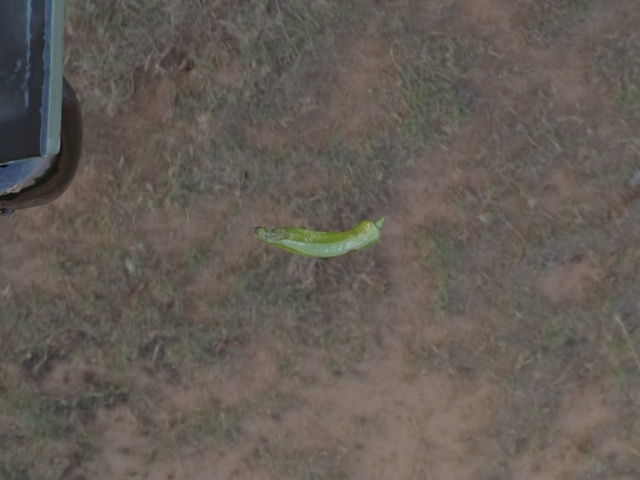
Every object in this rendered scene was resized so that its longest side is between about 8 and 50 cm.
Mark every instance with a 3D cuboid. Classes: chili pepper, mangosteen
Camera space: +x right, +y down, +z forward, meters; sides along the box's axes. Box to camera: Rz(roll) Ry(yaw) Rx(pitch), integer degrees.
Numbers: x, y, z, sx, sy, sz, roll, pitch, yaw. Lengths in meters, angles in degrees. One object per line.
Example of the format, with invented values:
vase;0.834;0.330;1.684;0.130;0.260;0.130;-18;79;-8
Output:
chili pepper;0.000;0.001;1.206;0.208;0.043;0.049;-6;149;-27
mangosteen;-0.449;-0.181;1.137;0.274;0.275;0.302;-3;87;-10

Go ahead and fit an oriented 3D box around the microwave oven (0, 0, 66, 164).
microwave oven;-0.219;-0.151;0.454;0.163;0.129;0.205;18;111;25
